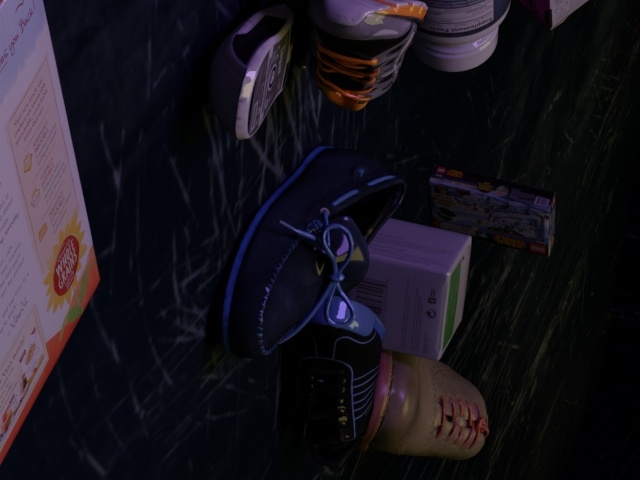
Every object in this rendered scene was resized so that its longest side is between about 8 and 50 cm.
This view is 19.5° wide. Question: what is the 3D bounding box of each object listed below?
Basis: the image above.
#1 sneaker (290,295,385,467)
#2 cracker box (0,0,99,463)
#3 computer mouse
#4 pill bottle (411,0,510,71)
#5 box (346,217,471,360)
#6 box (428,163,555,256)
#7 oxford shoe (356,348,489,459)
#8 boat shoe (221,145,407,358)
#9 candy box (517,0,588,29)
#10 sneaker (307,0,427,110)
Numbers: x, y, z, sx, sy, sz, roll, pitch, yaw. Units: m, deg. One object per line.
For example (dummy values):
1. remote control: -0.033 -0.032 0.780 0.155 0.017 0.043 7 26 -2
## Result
1. sneaker: 0.013 0.127 1.649 0.232 0.081 0.090 76 24 -62
2. cracker box: -0.177 -0.005 0.878 0.232 0.067 0.156 87 21 -49
3. computer mouse: -0.044 -0.133 1.298 0.193 0.042 0.106 -60 163 -61
4. pill bottle: 0.116 -0.238 1.647 0.180 0.108 0.108 82 27 -56
5. box: 0.084 0.045 1.792 0.087 0.102 0.101 -55 153 -58
6. box: 0.188 -0.032 2.031 0.094 0.137 0.027 82 27 -56
7. oxford shoe: 0.113 0.167 1.915 0.348 0.130 0.123 17 87 -80
8. boat shoe: 0.000 0.000 1.474 0.258 0.089 0.109 -61 158 -44
9. candy box: 0.176 -0.315 1.679 0.071 0.159 0.233 -39 154 -11
10. sneaker: 0.027 -0.140 1.336 0.215 0.084 0.083 8 102 -83
